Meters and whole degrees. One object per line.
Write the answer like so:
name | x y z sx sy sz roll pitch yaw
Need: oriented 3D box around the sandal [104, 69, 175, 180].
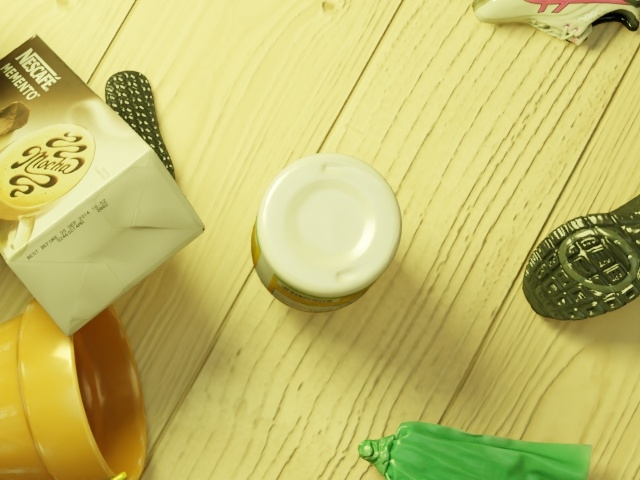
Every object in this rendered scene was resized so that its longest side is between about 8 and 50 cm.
sandal | -0.192 -0.093 1.850 0.067 0.040 0.179 -5 68 -10

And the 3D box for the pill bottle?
pill bottle | 0.000 0.000 1.741 0.136 0.246 0.136 1 82 -4

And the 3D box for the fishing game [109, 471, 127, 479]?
fishing game | -0.180 0.346 1.715 0.189 0.041 0.264 -28 123 -8

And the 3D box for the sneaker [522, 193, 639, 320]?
sneaker | 0.344 -0.003 1.839 0.286 0.130 0.109 -31 77 15

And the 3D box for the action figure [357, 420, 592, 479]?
action figure | 0.150 0.243 1.811 0.232 0.063 0.137 18 83 -5

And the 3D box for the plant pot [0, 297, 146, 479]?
plant pot | -0.294 0.162 1.735 0.188 0.205 0.205 -13 83 10

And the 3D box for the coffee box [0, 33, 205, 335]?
coffee box | -0.261 -0.061 1.709 0.168 0.297 0.119 -38 130 -7

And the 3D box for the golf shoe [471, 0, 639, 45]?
golf shoe | 0.256 -0.250 1.884 0.186 0.067 0.086 -10 85 -6
